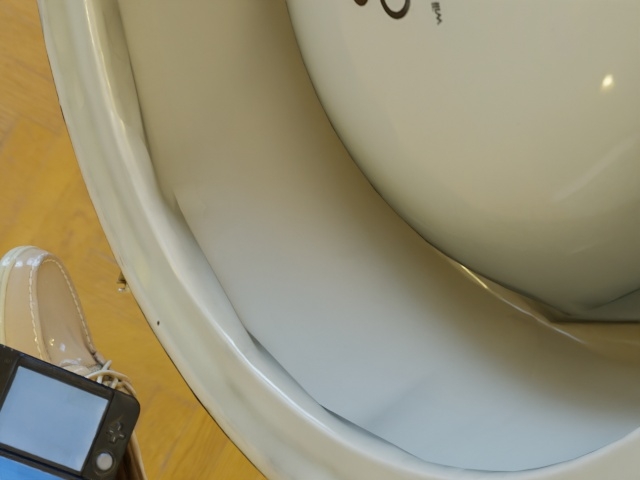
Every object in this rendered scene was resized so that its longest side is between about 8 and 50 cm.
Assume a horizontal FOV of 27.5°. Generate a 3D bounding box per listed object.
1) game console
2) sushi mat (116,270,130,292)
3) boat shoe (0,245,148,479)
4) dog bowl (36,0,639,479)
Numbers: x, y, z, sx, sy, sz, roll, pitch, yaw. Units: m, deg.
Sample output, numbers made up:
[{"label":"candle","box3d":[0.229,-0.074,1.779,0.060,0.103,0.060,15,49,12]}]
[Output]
[{"label":"game console","box3d":[-0.177,0.137,0.858,0.122,0.071,0.107,27,77,-27]},{"label":"sushi mat","box3d":[0.000,0.000,1.085,0.316,0.151,0.019,-4,70,-32]},{"label":"boat shoe","box3d":[-0.233,0.165,1.310,0.110,0.121,0.341,-10,100,24]},{"label":"dog bowl","box3d":[0.058,-0.103,0.432,0.150,0.408,0.408,-16,86,-35]}]
